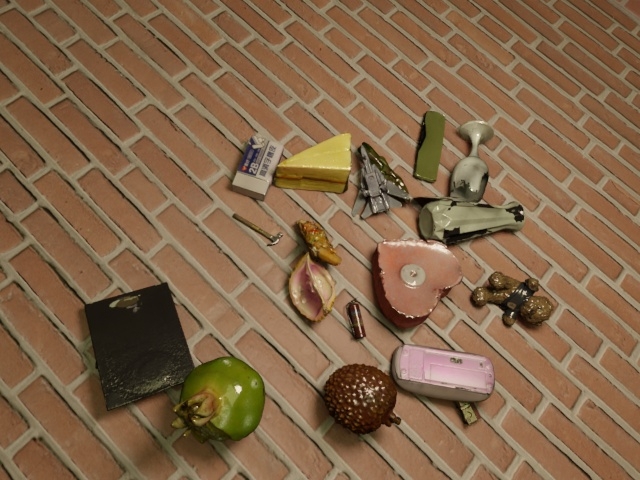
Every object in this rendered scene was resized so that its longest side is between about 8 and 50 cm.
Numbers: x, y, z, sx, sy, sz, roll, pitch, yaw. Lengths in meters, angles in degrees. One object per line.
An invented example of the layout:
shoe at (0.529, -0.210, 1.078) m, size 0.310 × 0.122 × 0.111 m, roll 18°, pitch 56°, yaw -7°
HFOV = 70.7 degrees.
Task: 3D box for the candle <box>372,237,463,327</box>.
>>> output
candle at (0.287, 0.123, 1.491) m, size 0.287 × 0.131 × 0.317 m, roll 38°, pitch 58°, yaw 14°

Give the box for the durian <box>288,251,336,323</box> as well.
durian at (-0.025, 0.151, 1.423) m, size 0.182 × 0.132 × 0.165 m, roll 41°, pitch 76°, yaw 4°

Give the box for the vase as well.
vase at (0.536, -0.071, 1.595) m, size 0.361 × 0.165 × 0.164 m, roll -4°, pitch 69°, yaw -15°

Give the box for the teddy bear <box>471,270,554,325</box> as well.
teddy bear at (0.656, 0.187, 1.526) m, size 0.252 × 0.181 × 0.129 m, roll 31°, pitch 31°, yaw 5°

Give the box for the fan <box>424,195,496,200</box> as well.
fan at (0.479, -0.149, 1.576) m, size 0.311 × 0.182 × 0.010 m, roll 4°, pitch 98°, yaw 19°

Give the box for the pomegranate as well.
pomegranate at (-0.276, 0.422, 1.186) m, size 0.236 × 0.302 × 0.235 m, roll -4°, pitch 74°, yaw 15°

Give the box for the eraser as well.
eraser at (-0.219, -0.255, 1.586) m, size 0.125 × 0.068 × 0.209 m, roll 19°, pitch 68°, yaw -2°

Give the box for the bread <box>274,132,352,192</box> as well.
bread at (-0.023, -0.279, 1.574) m, size 0.265 × 0.167 × 0.162 m, roll 4°, pitch 67°, yaw -6°

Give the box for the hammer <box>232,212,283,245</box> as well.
hammer at (-0.220, -0.039, 1.528) m, size 0.182 × 0.017 × 0.062 m, roll 29°, pitch 67°, yaw 5°

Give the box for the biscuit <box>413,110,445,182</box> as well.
biscuit at (0.424, -0.370, 1.751) m, size 0.099 × 0.038 × 0.322 m, roll 16°, pitch 66°, yaw -6°

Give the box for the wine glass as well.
wine glass at (0.567, -0.291, 1.693) m, size 0.144 × 0.143 × 0.320 m, roll 16°, pitch 69°, yaw -3°

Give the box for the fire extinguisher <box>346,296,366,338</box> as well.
fire extinguisher at (0.114, 0.250, 1.456) m, size 0.056 × 0.039 × 0.132 m, roll -5°, pitch 69°, yaw -21°

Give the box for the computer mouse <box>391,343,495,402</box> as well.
computer mouse at (0.377, 0.407, 1.401) m, size 0.311 × 0.071 × 0.158 m, roll 7°, pitch 55°, yaw 7°

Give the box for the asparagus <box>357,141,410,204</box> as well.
asparagus at (0.240, -0.241, 1.653) m, size 0.080 × 0.080 × 0.287 m, roll -30°, pitch 71°, yaw -19°

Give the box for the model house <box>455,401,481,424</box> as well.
model house at (0.457, 0.518, 1.395) m, size 0.058 × 0.057 × 0.083 m, roll -20°, pitch 71°, yaw -11°

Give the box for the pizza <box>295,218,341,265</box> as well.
pizza at (0.000, 0.000, 1.477) m, size 0.147 × 0.226 × 0.069 m, roll 35°, pitch 105°, yaw -27°

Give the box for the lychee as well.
lychee at (0.125, 0.455, 1.295) m, size 0.238 × 0.200 × 0.200 m, roll 29°, pitch 66°, yaw 17°

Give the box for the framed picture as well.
framed picture at (-0.524, 0.292, 1.310) m, size 0.244 × 0.013 × 0.323 m, roll -16°, pitch 63°, yaw -23°

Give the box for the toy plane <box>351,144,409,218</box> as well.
toy plane at (0.181, -0.222, 1.593) m, size 0.213 × 0.088 × 0.267 m, roll -17°, pitch 84°, yaw 12°

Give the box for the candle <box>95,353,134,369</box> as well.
candle at (-0.572, 0.357, 1.295) m, size 0.131 × 0.052 × 0.051 m, roll 13°, pitch 67°, yaw -5°
